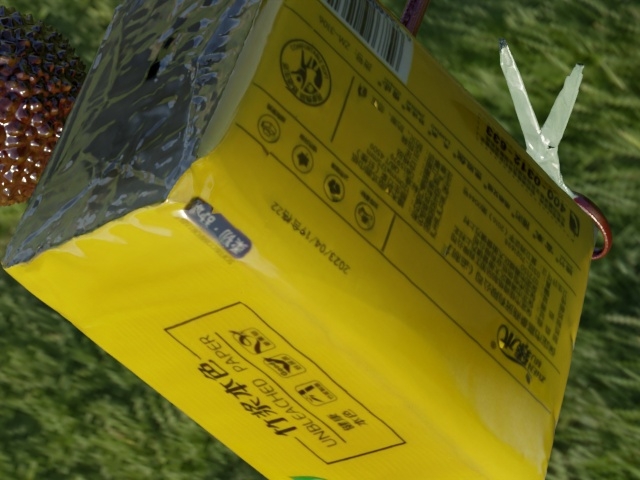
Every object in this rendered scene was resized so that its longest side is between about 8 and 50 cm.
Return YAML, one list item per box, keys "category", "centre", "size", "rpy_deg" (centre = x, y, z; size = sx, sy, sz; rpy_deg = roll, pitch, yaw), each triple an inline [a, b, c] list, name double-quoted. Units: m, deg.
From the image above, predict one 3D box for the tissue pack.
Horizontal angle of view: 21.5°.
- category: "tissue pack"
  centre: [0.000, 0.000, 1.242]
  size: [0.228, 0.382, 0.293]
  rpy_deg: [-22, 38, 40]

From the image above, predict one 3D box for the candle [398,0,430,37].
- category: "candle"
  centre: [0.073, -0.180, 1.348]
  size: [0.026, 0.021, 0.167]
  rpy_deg: [15, 74, 27]

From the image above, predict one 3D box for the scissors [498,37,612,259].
- category: "scissors"
  centre: [0.205, -0.083, 1.570]
  size: [0.144, 0.248, 0.017]
  rpy_deg: [19, 53, 24]

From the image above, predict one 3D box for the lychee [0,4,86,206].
- category: "lychee"
  centre: [-0.288, -0.123, 1.502]
  size: [0.188, 0.188, 0.188]
  rpy_deg: [-8, 70, 24]
